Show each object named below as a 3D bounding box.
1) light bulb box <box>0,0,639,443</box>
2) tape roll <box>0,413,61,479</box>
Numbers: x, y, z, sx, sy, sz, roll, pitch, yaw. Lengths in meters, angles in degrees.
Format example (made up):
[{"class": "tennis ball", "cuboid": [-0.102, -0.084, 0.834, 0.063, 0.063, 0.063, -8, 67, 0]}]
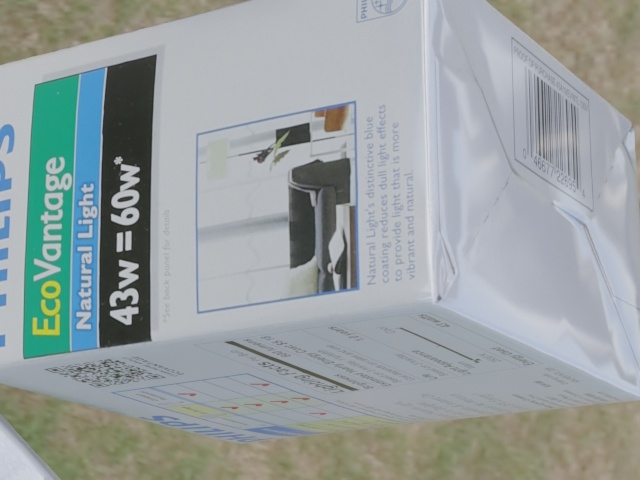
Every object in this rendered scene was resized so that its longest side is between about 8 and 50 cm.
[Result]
[{"class": "light bulb box", "cuboid": [0.000, 0.000, 1.147, 0.358, 0.361, 0.225, 26, 60, -56]}, {"class": "tape roll", "cuboid": [-0.203, 0.065, 0.489, 0.169, 0.246, 0.246, -45, 126, -13]}]
